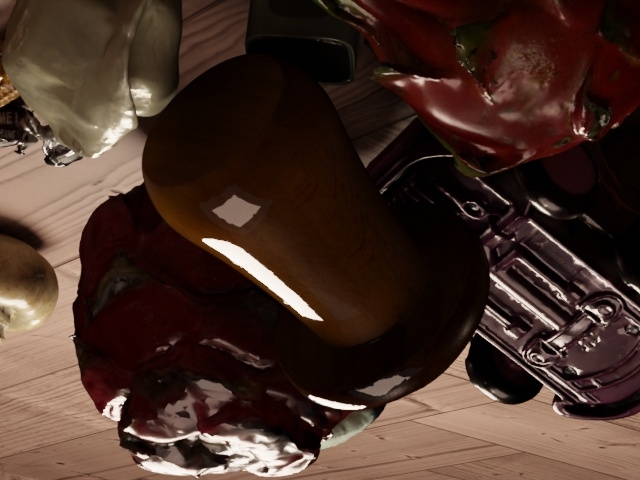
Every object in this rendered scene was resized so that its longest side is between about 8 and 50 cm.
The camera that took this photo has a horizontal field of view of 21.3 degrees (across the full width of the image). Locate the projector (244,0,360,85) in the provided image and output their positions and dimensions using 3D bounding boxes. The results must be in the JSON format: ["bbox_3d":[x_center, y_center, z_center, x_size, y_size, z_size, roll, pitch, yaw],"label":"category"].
[{"bbox_3d":[-0.011,-0.172,1.294,0.083,0.082,0.083,4,161,5],"label":"projector"}]

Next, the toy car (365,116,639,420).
[{"bbox_3d":[0.213,-0.017,1.508,0.340,0.240,0.271,38,140,-9],"label":"toy car"}]

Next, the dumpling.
[{"bbox_3d":[-0.167,-0.147,1.285,0.132,0.162,0.250,15,152,-25],"label":"dumpling"}]

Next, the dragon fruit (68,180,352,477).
[{"bbox_3d":[-0.083,0.071,1.616,0.329,0.329,0.329,4,160,2],"label":"dragon fruit"}]

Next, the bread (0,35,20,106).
[{"bbox_3d":[-0.270,-0.149,1.479,0.052,0.044,0.157,20,155,-30],"label":"bread"}]

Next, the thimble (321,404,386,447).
[{"bbox_3d":[-0.029,0.136,1.938,0.237,0.237,0.150,11,161,-15],"label":"thimble"}]

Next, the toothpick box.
[{"bbox_3d":[0.000,0.000,1.319,0.192,0.192,0.294,-11,136,37],"label":"toothpick box"}]

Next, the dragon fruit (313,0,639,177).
[{"bbox_3d":[0.123,-0.170,1.178,0.200,0.198,0.269,-39,113,15],"label":"dragon fruit"}]

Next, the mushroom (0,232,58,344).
[{"bbox_3d":[-0.388,0.058,1.969,0.166,0.127,0.166,11,161,4],"label":"mushroom"}]

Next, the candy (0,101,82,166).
[{"bbox_3d":[-0.324,-0.113,1.596,0.226,0.051,0.094,15,169,-20],"label":"candy"}]
